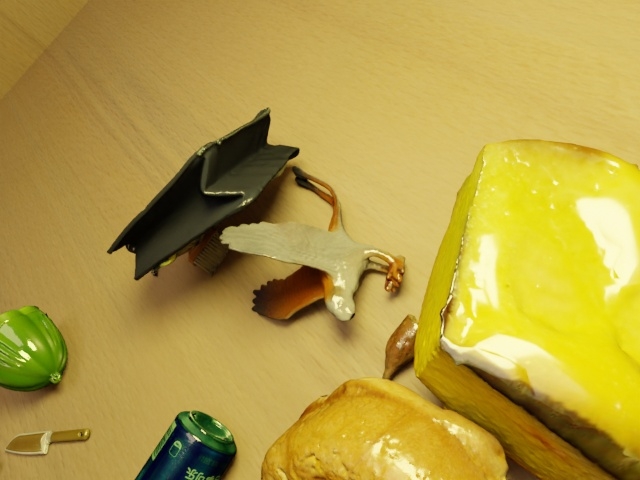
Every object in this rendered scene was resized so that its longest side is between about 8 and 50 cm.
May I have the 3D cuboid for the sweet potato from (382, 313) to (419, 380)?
[{"bbox_3d":[0.122,0.170,0.771,0.049,0.049,0.117,28,88,38],"label":"sweet potato"}]

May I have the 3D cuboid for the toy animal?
[{"bbox_3d":[0.020,0.008,0.898,0.302,0.225,0.284,16,53,22],"label":"toy animal"}]

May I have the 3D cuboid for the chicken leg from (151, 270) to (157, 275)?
[{"bbox_3d":[-0.382,0.046,1.149,0.036,0.021,0.083,-44,56,-10],"label":"chicken leg"}]

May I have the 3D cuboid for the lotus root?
[{"bbox_3d":[-0.618,0.256,1.100,0.186,0.186,0.186,-14,59,24],"label":"lotus root"}]

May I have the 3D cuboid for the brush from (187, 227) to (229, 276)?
[{"bbox_3d":[-0.309,-0.017,1.144,0.314,0.017,0.090,28,79,38],"label":"brush"}]

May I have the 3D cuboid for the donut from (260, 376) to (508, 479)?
[{"bbox_3d":[0.077,0.319,0.599,0.317,0.150,0.299,-38,78,38],"label":"donut"}]

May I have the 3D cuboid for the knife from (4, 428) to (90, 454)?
[{"bbox_3d":[-0.578,0.422,1.065,0.256,0.022,0.046,-14,63,24],"label":"knife"}]

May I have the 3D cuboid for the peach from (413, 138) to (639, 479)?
[{"bbox_3d":[0.275,0.097,0.602,0.306,0.242,0.380,9,59,11],"label":"peach"}]

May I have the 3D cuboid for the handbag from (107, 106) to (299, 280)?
[{"bbox_3d":[-0.210,-0.084,0.956,0.329,0.122,0.303,-34,13,28],"label":"handbag"}]

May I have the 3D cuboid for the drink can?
[{"bbox_3d":[-0.232,0.386,0.821,0.118,0.118,0.205,29,83,38],"label":"drink can"}]
